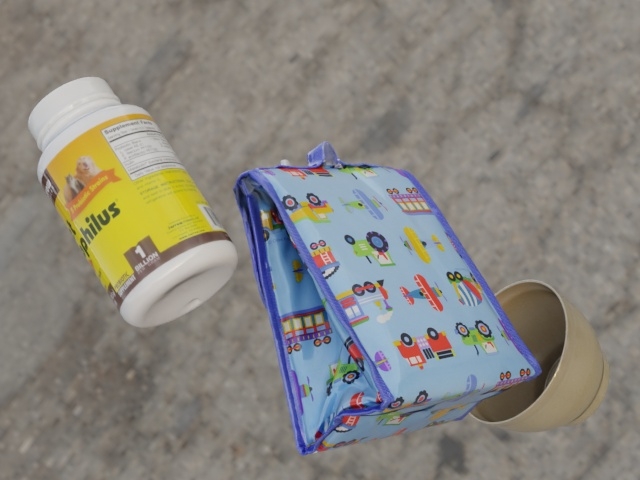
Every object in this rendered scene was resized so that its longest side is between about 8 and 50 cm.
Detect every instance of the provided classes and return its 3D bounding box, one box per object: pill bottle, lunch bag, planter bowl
[{"bbox_3d":[-0.173,-0.038,1.368,0.117,0.117,0.215,-39,72,15],"label":"pill bottle"},{"bbox_3d":[0.048,0.034,1.488,0.138,0.221,0.293,-36,68,42],"label":"lunch bag"},{"bbox_3d":[0.238,0.137,1.646,0.162,0.109,0.162,-34,42,37],"label":"planter bowl"}]

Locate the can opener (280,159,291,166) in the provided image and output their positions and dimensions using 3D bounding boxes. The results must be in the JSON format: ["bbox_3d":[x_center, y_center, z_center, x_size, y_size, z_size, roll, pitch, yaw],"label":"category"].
[{"bbox_3d":[0.000,0.000,1.741,0.095,0.076,0.283,-18,37,5],"label":"can opener"}]
